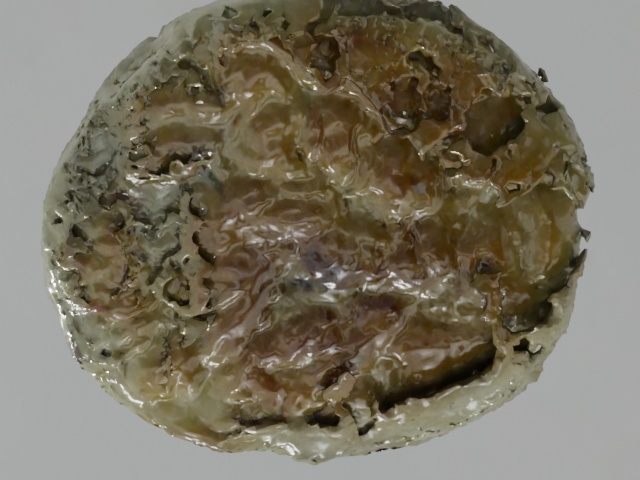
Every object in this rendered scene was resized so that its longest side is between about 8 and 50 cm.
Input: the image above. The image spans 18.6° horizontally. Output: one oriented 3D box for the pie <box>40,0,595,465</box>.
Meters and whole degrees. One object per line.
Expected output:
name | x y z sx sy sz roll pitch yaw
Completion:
pie | 0.000 0.000 0.960 0.274 0.274 0.055 3 -155 -5
